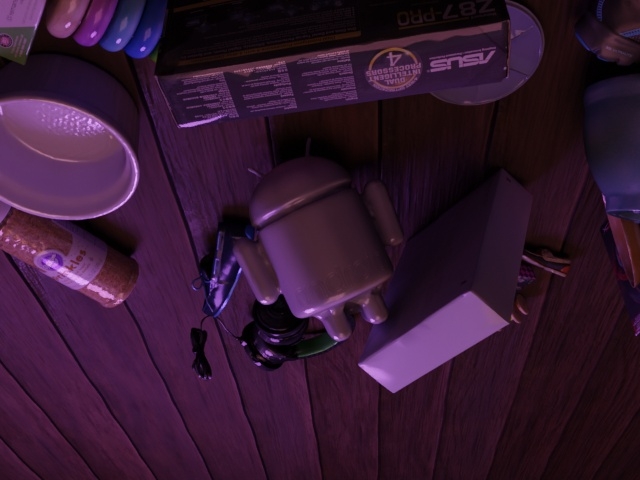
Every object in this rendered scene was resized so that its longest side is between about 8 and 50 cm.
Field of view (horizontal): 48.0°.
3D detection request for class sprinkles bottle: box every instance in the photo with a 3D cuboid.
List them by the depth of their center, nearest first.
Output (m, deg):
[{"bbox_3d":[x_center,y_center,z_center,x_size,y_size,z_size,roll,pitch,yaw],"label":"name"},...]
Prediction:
[{"bbox_3d":[-0.529,0.007,1.421,0.121,0.121,0.355,-26,136,27],"label":"sprinkles bottle"}]

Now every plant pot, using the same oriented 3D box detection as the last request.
[{"bbox_3d":[0.549,-0.125,1.119,0.293,0.196,0.293,10,178,0],"label":"plant pot"},{"bbox_3d":[0.555,-0.031,1.315,0.032,0.236,0.236,-16,139,16],"label":"plant pot"}]

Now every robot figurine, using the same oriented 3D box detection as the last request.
[{"bbox_3d":[0.000,0.000,1.287,0.300,0.353,0.200,-25,177,-8],"label":"robot figurine"}]

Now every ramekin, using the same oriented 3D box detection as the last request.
[{"bbox_3d":[-0.432,-0.172,1.186,0.277,0.135,0.277,-1,142,-1],"label":"ramekin"}]

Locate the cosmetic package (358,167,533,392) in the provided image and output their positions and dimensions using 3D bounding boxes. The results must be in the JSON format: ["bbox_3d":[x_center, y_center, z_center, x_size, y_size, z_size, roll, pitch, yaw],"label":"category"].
[{"bbox_3d":[0.236,0.066,1.316,0.097,0.377,0.284,38,131,-8],"label":"cosmetic package"}]

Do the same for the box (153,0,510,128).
[{"bbox_3d":[0.010,-0.304,0.889,0.395,0.318,0.097,-8,141,7],"label":"box"}]

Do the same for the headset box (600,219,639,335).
[{"bbox_3d":[0.666,0.033,1.355,0.110,0.293,0.218,7,141,-12],"label":"headset box"}]

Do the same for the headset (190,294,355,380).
[{"bbox_3d":[-0.103,0.229,1.662,0.394,0.185,0.243,1,143,-21],"label":"headset"}]

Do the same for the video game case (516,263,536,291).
[{"bbox_3d":[0.328,0.109,1.593,0.232,0.042,0.210,9,144,-40],"label":"video game case"}]

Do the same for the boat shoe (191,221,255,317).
[{"bbox_3d":[-0.214,0.052,1.524,0.089,0.109,0.258,18,122,-12],"label":"boat shoe"}]

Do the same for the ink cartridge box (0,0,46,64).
[{"bbox_3d":[-0.487,-0.362,0.978,0.219,0.092,0.160,19,137,-24],"label":"ink cartridge box"}]

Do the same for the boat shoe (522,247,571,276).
[{"bbox_3d":[0.486,0.040,1.560,0.137,0.049,0.043,20,94,-22],"label":"boat shoe"}]

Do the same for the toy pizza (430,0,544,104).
[{"bbox_3d":[0.249,-0.297,1.134,0.201,0.032,0.201,-1,140,-1],"label":"toy pizza"}]

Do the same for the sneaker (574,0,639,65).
[{"bbox_3d":[0.556,-0.311,1.056,0.341,0.125,0.139,8,136,-15],"label":"sneaker"}]

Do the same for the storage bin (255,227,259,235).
[{"bbox_3d":[-0.062,0.002,1.453,0.135,0.091,0.098,-31,133,33],"label":"storage bin"}]

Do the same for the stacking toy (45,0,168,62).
[{"bbox_3d":[-0.215,-0.301,1.047,0.330,0.141,0.141,19,137,-31],"label":"stacking toy"}]

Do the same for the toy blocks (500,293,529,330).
[{"bbox_3d":[0.406,0.187,1.694,0.148,0.054,0.123,-31,175,32],"label":"toy blocks"}]
